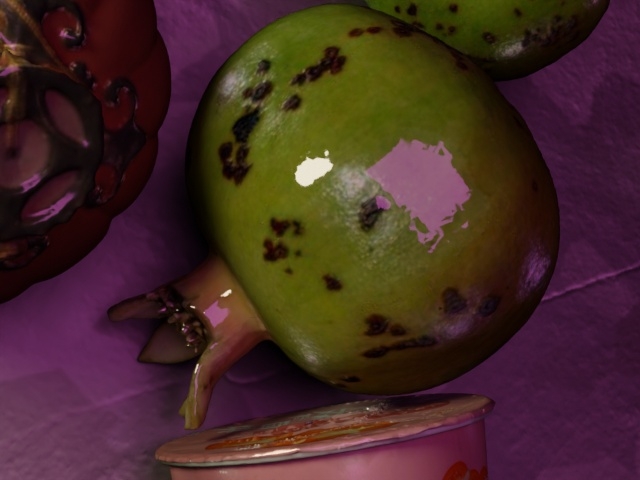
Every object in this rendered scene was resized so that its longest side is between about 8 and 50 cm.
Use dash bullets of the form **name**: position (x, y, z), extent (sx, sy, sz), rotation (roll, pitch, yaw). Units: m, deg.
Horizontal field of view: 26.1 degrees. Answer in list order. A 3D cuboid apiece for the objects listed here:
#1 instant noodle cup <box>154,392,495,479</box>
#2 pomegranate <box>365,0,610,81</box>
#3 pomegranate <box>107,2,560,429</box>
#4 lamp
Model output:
- **instant noodle cup**: position (0.017, 0.239, 0.967), extent (0.243, 0.243, 0.231), rotation (-7, 88, -22)
- **pomegranate**: position (0.127, -0.237, 1.106), extent (0.211, 0.263, 0.211), rotation (-4, 78, 18)
- **pomegranate**: position (0.002, -0.021, 0.995), extent (0.323, 0.291, 0.290), rotation (-17, 85, -15)
- **lamp**: position (-0.246, -0.097, 0.907), extent (0.303, 0.257, 0.303), rotation (-17, 123, -29)
